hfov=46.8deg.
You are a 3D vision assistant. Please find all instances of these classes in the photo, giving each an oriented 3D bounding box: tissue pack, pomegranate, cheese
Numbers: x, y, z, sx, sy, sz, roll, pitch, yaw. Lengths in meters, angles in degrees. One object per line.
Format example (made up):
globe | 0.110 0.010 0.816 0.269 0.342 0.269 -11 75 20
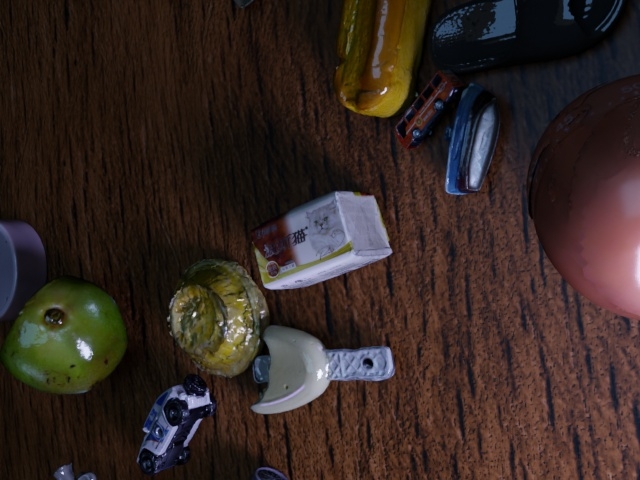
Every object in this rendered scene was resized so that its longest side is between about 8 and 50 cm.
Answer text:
tissue pack | -0.001 -0.001 0.991 0.149 0.106 0.099 -22 79 31
pomegranate | -0.417 0.186 1.222 0.159 0.190 0.241 35 108 3
cheese | -0.003 0.177 1.025 0.235 0.050 0.127 -8 84 34

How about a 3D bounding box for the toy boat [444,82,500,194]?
toy boat | 0.180 -0.123 0.905 0.061 0.060 0.137 26 111 56

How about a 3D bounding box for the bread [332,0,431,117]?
bread | 0.079 -0.284 0.952 0.102 0.094 0.245 14 98 38

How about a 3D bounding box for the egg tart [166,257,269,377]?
egg tart | -0.167 0.118 1.122 0.191 0.074 0.191 0 90 36

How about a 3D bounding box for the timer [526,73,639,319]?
timer | 0.317 -0.044 0.706 0.229 0.230 0.215 -42 26 26

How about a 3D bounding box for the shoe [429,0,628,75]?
shoe | 0.226 -0.259 0.855 0.241 0.093 0.108 -11 82 34

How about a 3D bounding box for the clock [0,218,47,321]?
clock | -0.611 0.057 1.413 0.197 0.068 0.196 -1 89 34

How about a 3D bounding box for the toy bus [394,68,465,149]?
toy bus | 0.135 -0.164 0.933 0.043 0.031 0.110 55 132 20

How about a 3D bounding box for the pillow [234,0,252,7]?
pillow | -0.063 -0.444 1.078 0.217 0.033 0.130 -29 75 29

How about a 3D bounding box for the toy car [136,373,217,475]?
toy car | -0.227 0.283 1.152 0.070 0.080 0.170 37 109 28

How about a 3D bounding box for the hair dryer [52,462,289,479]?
hair dryer | -0.239 0.418 1.091 0.361 0.121 0.301 27 97 8
